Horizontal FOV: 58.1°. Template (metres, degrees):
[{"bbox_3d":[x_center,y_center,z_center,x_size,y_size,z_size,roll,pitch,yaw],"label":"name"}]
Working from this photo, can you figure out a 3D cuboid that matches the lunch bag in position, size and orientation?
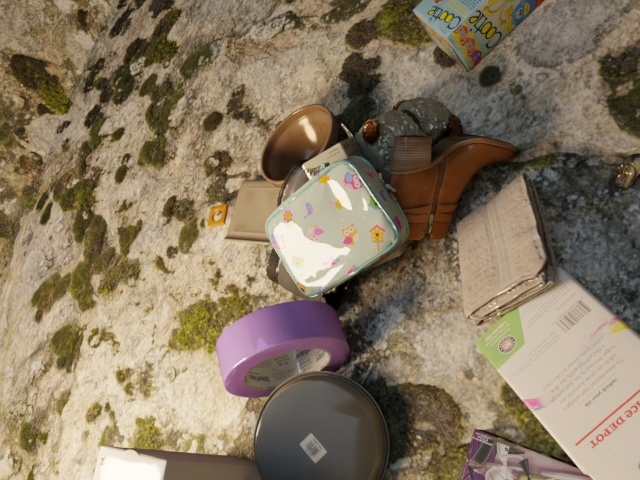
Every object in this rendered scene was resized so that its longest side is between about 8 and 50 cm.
[{"bbox_3d":[0.032,-0.034,1.186,0.279,0.108,0.224,-36,82,29],"label":"lunch bag"}]

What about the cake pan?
[{"bbox_3d":[-0.007,0.418,1.182,0.292,0.054,0.294,-3,77,13],"label":"cake pan"}]

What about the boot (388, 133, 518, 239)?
[{"bbox_3d":[0.277,-0.110,1.212,0.109,0.283,0.220,-148,55,-65],"label":"boot"}]

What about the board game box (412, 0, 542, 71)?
[{"bbox_3d":[0.378,-0.555,1.317,0.275,0.142,0.144,-42,53,14],"label":"board game box"}]

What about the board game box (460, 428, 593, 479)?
[{"bbox_3d":[0.392,0.472,0.948,0.346,0.056,0.208,11,82,38],"label":"board game box"}]

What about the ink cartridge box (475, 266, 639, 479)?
[{"bbox_3d":[0.447,0.236,0.926,0.207,0.119,0.353,-46,42,12],"label":"ink cartridge box"}]

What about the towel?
[{"bbox_3d":[0.339,0.013,1.089,0.187,0.049,0.282,-41,28,35],"label":"towel"}]

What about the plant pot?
[{"bbox_3d":[-0.033,-0.224,1.485,0.237,0.109,0.238,-24,49,31],"label":"plant pot"}]

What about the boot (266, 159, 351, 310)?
[{"bbox_3d":[0.000,0.000,1.341,0.222,0.118,0.339,32,123,38],"label":"boot"}]

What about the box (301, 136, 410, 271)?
[{"bbox_3d":[0.080,-0.079,1.271,0.113,0.094,0.275,-28,95,26],"label":"box"}]

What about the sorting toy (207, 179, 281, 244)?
[{"bbox_3d":[-0.166,-0.076,1.575,0.347,0.047,0.196,4,70,36],"label":"sorting toy"}]

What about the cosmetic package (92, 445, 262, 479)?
[{"bbox_3d":[-0.267,0.522,1.192,0.196,0.365,0.155,-4,69,35],"label":"cosmetic package"}]

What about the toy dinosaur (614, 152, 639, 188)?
[{"bbox_3d":[0.659,-0.161,1.009,0.268,0.064,0.118,-33,49,17],"label":"toy dinosaur"}]

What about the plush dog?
[{"bbox_3d":[0.195,-0.246,1.314,0.225,0.211,0.262,-38,51,-16],"label":"plush dog"}]

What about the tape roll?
[{"bbox_3d":[-0.080,0.237,1.234,0.274,0.274,0.090,-34,54,20],"label":"tape roll"}]
